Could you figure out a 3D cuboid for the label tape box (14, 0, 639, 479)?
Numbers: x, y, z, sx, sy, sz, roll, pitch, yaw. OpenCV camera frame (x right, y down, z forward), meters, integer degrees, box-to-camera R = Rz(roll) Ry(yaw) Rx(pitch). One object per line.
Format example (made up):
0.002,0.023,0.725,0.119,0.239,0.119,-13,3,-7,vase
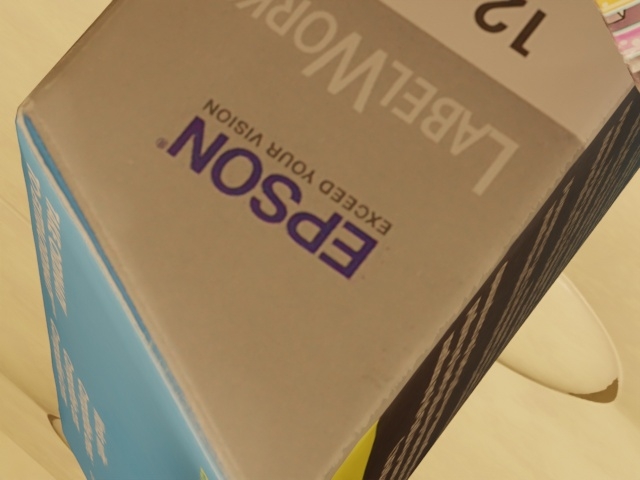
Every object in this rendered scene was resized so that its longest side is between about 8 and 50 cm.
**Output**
0.000,0.000,0.543,0.115,0.348,0.249,37,160,9,label tape box

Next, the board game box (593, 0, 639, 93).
0.178,-0.037,0.406,0.347,0.208,0.056,55,-162,-37,board game box
